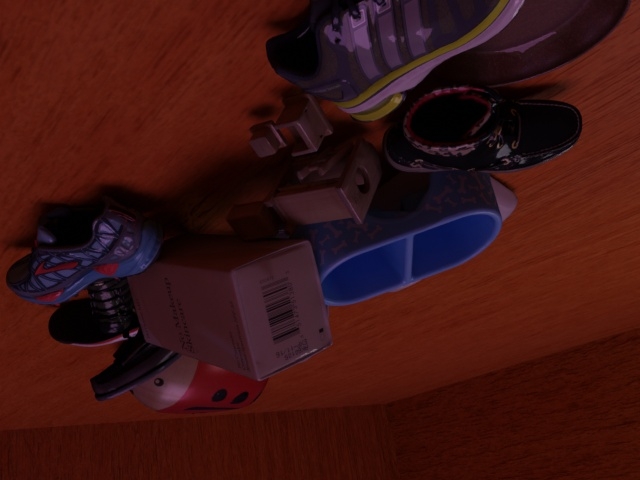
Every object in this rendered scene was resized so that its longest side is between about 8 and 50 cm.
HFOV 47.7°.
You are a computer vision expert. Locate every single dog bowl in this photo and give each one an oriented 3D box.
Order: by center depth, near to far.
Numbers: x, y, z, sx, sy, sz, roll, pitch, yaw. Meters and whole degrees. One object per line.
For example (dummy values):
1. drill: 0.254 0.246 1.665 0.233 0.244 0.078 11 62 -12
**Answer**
1. dog bowl: 0.104 -0.001 0.959 0.297 0.074 0.166 -19 149 -6

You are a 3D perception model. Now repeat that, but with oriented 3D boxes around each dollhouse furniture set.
1. dollhouse furniture set: -0.047 -0.099 0.865 0.181 0.101 0.161 -8 132 33

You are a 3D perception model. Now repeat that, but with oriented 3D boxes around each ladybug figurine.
1. ladybug figurine: -0.291 0.336 1.791 0.305 0.162 0.449 -24 156 35

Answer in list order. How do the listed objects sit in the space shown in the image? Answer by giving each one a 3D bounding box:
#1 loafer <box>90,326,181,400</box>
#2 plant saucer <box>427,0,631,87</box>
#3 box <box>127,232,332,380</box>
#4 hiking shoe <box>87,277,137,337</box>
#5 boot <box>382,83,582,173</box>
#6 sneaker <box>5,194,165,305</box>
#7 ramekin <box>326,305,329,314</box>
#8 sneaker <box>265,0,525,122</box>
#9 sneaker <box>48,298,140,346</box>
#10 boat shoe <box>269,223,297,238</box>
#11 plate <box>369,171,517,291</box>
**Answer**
1. loafer: -0.271 0.159 1.255 0.302 0.095 0.109 -32 -167 -26
2. plant saucer: 0.185 -0.209 0.681 0.198 0.036 0.199 -10 162 -3
3. box: -0.135 0.075 0.973 0.121 0.148 0.311 -21 -167 -35
4. hiking shoe: -0.329 0.087 1.155 0.086 0.114 0.227 -10 160 -1
5. boot: 0.190 -0.122 0.793 0.236 0.085 0.178 -6 179 2
6. sneaker: -0.343 0.001 0.981 0.261 0.104 0.125 -20 138 23
7. ramekin: -0.089 0.104 1.196 0.109 0.207 0.207 -12 162 37
8. sneaker: 0.058 -0.193 0.576 0.121 0.111 0.300 6 154 -29
9. sneaker: -0.363 0.161 1.382 0.269 0.090 0.145 -12 158 -1
10. boat shoe: 0.000 0.000 1.132 0.227 0.069 0.081 4 156 -33
11. plate: 0.145 -0.009 1.095 0.278 0.045 0.277 -37 147 22
